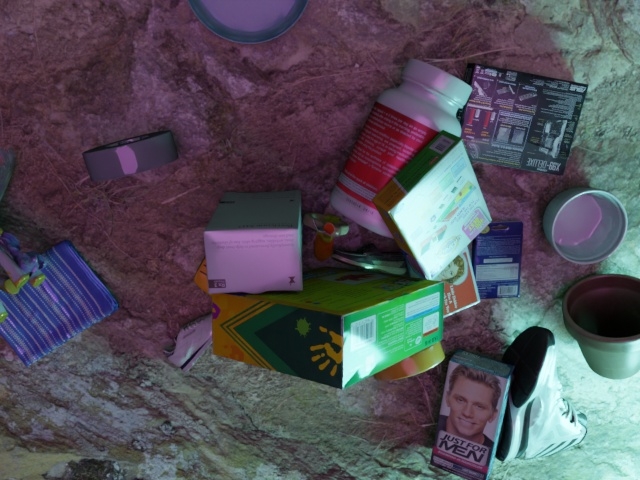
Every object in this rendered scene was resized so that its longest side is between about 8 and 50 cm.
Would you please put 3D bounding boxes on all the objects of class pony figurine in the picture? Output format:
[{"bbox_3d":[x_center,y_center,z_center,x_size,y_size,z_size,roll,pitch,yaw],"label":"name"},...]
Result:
[{"bbox_3d":[-0.853,-0.013,1.532,0.363,0.303,0.351,46,125,0],"label":"pony figurine"}]

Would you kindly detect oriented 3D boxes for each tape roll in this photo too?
[{"bbox_3d":[-0.464,-0.210,1.516,0.219,0.219,0.072,-14,107,1],"label":"tape roll"}]

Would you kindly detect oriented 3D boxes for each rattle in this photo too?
[{"bbox_3d":[0.000,0.000,1.608,0.130,0.200,0.143,30,102,-12],"label":"rattle"}]

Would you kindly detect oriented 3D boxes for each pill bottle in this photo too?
[{"bbox_3d":[0.205,-0.227,1.539,0.228,0.229,0.408,24,104,-9],"label":"pill bottle"}]

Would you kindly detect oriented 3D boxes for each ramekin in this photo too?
[{"bbox_3d":[0.709,-0.048,1.678,0.207,0.109,0.207,-1,107,-3],"label":"ramekin"}]

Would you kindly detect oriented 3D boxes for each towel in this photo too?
[{"bbox_3d":[-0.757,0.178,1.707,0.335,0.040,0.243,-32,104,6],"label":"towel"}]

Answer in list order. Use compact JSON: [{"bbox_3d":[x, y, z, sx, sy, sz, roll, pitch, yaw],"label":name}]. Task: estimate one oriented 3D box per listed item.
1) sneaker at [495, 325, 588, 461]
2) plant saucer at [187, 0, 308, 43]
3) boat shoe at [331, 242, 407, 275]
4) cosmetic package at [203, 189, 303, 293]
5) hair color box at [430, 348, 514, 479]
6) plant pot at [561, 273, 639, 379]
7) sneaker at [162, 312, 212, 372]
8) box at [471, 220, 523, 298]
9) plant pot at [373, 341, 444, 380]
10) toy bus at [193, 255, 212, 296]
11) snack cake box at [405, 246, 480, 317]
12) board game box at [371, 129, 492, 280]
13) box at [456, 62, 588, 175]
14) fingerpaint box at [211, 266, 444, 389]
[{"bbox_3d":[0.668,0.450,1.813,0.257,0.169,0.448,3,114,-13],"label":"sneaker"},{"bbox_3d":[-0.177,-0.643,1.499,0.317,0.044,0.318,-1,105,-3],"label":"plant saucer"},{"bbox_3d":[0.138,0.043,1.691,0.223,0.080,0.074,12,92,-19],"label":"boat shoe"},{"bbox_3d":[-0.149,-0.008,1.503,0.217,0.385,0.156,-2,106,-2],"label":"cosmetic package"},{"bbox_3d":[0.437,0.512,1.792,0.173,0.105,0.348,14,107,24],"label":"hair color box"},{"bbox_3d":[0.818,0.260,1.717,0.262,0.263,0.229,-19,123,3],"label":"plant pot"},{"bbox_3d":[-0.345,0.262,1.731,0.094,0.090,0.235,41,99,-3],"label":"sneaker"},{"bbox_3d":[0.495,0.053,1.734,0.136,0.036,0.226,-2,107,-3],"label":"box"},{"bbox_3d":[0.217,0.262,1.710,0.205,0.205,0.188,-19,90,3],"label":"plant pot"},{"bbox_3d":[-0.181,0.143,1.690,0.332,0.108,0.130,30,101,-10],"label":"toy bus"},{"bbox_3d":[0.325,0.068,1.685,0.152,0.089,0.265,-21,106,-15],"label":"snack cake box"},{"bbox_3d":[0.279,-0.071,1.490,0.242,0.064,0.317,-44,137,-7],"label":"board game box"},{"bbox_3d":[0.511,-0.314,1.609,0.307,0.076,0.243,8,106,-5],"label":"box"},{"bbox_3d":[0.029,0.185,1.465,0.370,0.444,0.163,6,99,36],"label":"fingerpaint box"}]
